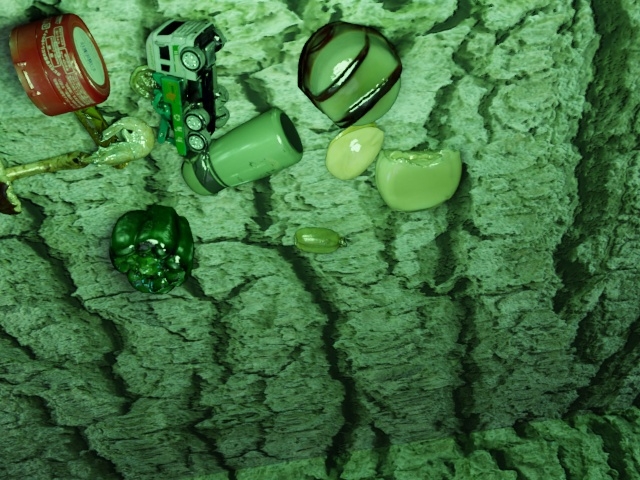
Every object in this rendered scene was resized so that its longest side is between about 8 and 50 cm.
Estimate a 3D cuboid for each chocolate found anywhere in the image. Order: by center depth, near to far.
[{"bbox_3d":[0.081,-0.417,1.575,0.284,0.186,0.283,-4,134,-4],"label":"chocolate"}]

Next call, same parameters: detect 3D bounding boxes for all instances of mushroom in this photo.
[{"bbox_3d":[-0.836,-0.170,1.696,0.302,0.233,0.207,9,88,-32],"label":"mushroom"}]

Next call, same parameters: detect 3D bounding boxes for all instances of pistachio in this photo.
[{"bbox_3d":[0.098,-0.263,1.765,0.145,0.117,0.200,18,130,-41],"label":"pistachio"}]

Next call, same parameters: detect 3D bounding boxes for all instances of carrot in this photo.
[{"bbox_3d":[-0.610,-0.297,1.665,0.069,0.069,0.228,-17,131,8],"label":"carrot"}]

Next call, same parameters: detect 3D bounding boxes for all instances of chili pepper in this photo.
[{"bbox_3d":[-0.508,0.021,1.852,0.234,0.256,0.248,-12,132,10],"label":"chili pepper"}]

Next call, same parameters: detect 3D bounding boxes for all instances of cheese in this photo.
[{"bbox_3d":[0.302,-0.205,1.849,0.266,0.127,0.233,-5,133,-5],"label":"cheese"}]

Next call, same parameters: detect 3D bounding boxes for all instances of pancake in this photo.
[{"bbox_3d":[-0.457,-0.421,1.605,0.108,0.017,0.108,-6,131,-7],"label":"pancake"}]

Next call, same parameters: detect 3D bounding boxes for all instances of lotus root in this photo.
[{"bbox_3d":[0.000,-0.001,2.026,0.183,0.077,0.090,3,139,-8],"label":"lotus root"}]

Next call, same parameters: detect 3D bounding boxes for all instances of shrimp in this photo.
[{"bbox_3d":[-0.562,-0.269,1.650,0.223,0.047,0.126,-25,123,-33],"label":"shrimp"}]

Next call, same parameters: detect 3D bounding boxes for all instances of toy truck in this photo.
[{"bbox_3d":[-0.346,-0.384,1.549,0.178,0.176,0.363,15,132,6],"label":"toy truck"}]

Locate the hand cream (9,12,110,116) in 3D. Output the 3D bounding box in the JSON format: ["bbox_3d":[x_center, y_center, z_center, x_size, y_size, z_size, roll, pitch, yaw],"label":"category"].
[{"bbox_3d":[-0.618,-0.421,1.438,0.150,0.230,0.230,-15,133,4],"label":"hand cream"}]

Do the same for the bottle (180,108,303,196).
[{"bbox_3d":[-0.233,-0.239,1.713,0.347,0.168,0.168,-21,132,16],"label":"bottle"}]
